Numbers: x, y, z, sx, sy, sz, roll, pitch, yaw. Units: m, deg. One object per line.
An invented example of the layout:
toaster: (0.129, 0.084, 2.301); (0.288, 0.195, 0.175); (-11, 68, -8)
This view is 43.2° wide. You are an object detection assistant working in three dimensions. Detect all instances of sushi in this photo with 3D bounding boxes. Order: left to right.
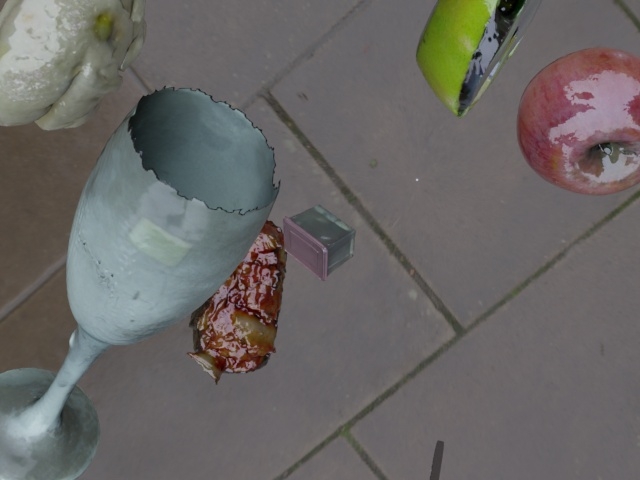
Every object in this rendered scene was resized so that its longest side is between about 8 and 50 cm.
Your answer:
sushi: (-0.174, 0.124, 1.655); (0.196, 0.182, 0.344); (9, 81, -1)

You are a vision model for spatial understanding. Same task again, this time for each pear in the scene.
pear: (0.325, -0.457, 1.653); (0.165, 0.399, 0.399); (32, 97, 9)

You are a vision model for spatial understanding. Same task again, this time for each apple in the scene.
apple: (0.275, -0.123, 0.816); (0.153, 0.153, 0.120); (1, 49, 1)

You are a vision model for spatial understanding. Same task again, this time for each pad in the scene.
pad: (0.176, 0.480, 1.445); (0.055, 0.323, 0.250); (12, 78, -3)

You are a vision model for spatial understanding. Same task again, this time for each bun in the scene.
bun: (-0.409, -0.330, 1.316); (0.219, 0.365, 0.365); (27, 97, -19)

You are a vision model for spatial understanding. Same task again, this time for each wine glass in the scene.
wine glass: (-0.131, 0.106, 0.436); (0.096, 0.264, 0.309); (22, 132, -21)

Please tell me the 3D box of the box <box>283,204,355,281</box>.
box: (0.000, 0.000, 1.058); (0.084, 0.063, 0.060); (37, 142, 35)
